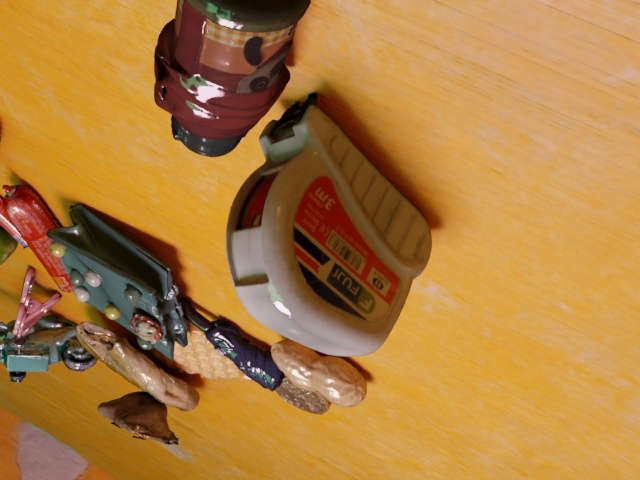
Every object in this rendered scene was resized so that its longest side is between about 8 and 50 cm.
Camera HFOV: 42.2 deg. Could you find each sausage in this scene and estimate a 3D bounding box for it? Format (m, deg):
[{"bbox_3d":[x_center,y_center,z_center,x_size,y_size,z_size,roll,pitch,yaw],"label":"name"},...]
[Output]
[{"bbox_3d":[-0.539,-0.010,1.613,0.074,0.074,0.274,14,143,30],"label":"sausage"},{"bbox_3d":[-0.637,-0.048,1.685,0.048,0.050,0.145,-28,116,26],"label":"sausage"}]

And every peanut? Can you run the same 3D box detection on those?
[{"bbox_3d":[-0.005,0.228,1.446,0.187,0.082,0.082,21,147,22],"label":"peanut"}]

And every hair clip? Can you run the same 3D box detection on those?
[{"bbox_3d":[-0.682,0.147,1.912,0.102,0.138,0.123,43,156,-6],"label":"hair clip"}]

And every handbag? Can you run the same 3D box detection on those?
[{"bbox_3d":[-0.379,0.088,1.540,0.274,0.100,0.269,34,151,19],"label":"handbag"}]

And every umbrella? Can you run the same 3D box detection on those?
[{"bbox_3d":[-0.169,0.192,1.570,0.248,0.071,0.071,35,150,9],"label":"umbrella"}]

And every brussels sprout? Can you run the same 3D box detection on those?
[{"bbox_3d":[-0.714,-0.005,1.744,0.155,0.117,0.155,16,139,15],"label":"brussels sprout"}]

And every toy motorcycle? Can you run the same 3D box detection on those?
[{"bbox_3d":[-0.691,0.240,2.000,0.296,0.198,0.109,3,120,-19],"label":"toy motorcycle"}]

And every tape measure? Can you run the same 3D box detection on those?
[{"bbox_3d":[0.001,-0.001,0.977,0.243,0.246,0.125,42,153,-25],"label":"tape measure"}]

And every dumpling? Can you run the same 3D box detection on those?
[{"bbox_3d":[-0.380,0.388,1.830,0.166,0.086,0.332,18,173,-26],"label":"dumpling"}]

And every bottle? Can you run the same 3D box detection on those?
[{"bbox_3d":[-0.097,-0.197,0.879,0.156,0.143,0.271,-2,151,-18],"label":"bottle"}]

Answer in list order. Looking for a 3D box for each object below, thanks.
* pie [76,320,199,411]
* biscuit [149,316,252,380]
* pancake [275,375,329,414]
[{"bbox_3d":[-0.400,0.291,1.854,0.337,0.075,0.337,32,164,10],"label":"pie"},{"bbox_3d":[-0.285,0.215,1.724,0.309,0.040,0.204,1,136,42],"label":"biscuit"},{"bbox_3d":[-0.042,0.298,1.627,0.139,0.022,0.139,23,147,16],"label":"pancake"}]
